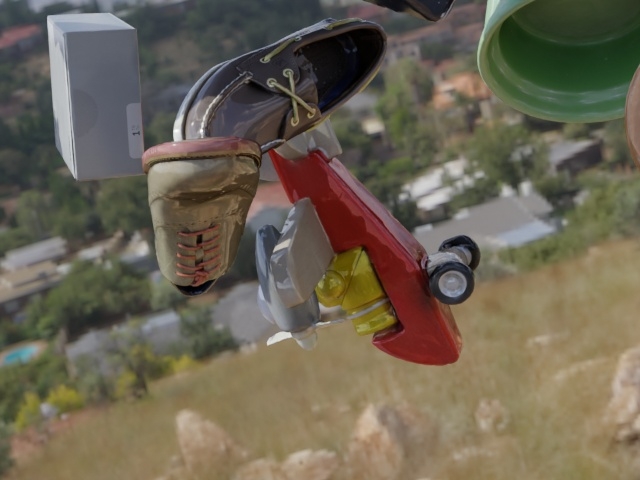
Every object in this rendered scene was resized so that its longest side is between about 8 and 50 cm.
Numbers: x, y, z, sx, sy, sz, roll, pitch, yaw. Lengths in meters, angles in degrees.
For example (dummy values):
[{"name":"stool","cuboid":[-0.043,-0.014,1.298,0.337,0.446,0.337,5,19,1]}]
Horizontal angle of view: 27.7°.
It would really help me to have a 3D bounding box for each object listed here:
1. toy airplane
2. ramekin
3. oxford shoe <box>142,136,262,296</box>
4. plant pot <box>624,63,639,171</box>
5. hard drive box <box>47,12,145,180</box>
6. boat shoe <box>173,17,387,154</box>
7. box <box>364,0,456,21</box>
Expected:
[{"name":"toy airplane","cuboid":[0.000,0.000,1.749,0.272,0.384,0.386,-44,-40,19]},{"name":"ramekin","cuboid":[0.380,-0.318,1.875,0.303,0.303,0.148,-9,55,22]},{"name":"oxford shoe","cuboid":[-0.119,-0.021,1.359,0.123,0.130,0.348,-4,-12,-5]},{"name":"plant pot","cuboid":[0.457,-0.128,1.370,0.291,0.291,0.203,-2,1,41]},{"name":"hard drive box","cuboid":[-0.288,-0.188,1.642,0.089,0.181,0.232,-6,17,-15]},{"name":"boat shoe","cuboid":[-0.039,-0.172,1.481,0.096,0.116,0.324,-11,19,42]},{"name":"box","cuboid":[-0.082,-0.517,1.439,0.480,0.297,0.472,30,2,-41]}]
